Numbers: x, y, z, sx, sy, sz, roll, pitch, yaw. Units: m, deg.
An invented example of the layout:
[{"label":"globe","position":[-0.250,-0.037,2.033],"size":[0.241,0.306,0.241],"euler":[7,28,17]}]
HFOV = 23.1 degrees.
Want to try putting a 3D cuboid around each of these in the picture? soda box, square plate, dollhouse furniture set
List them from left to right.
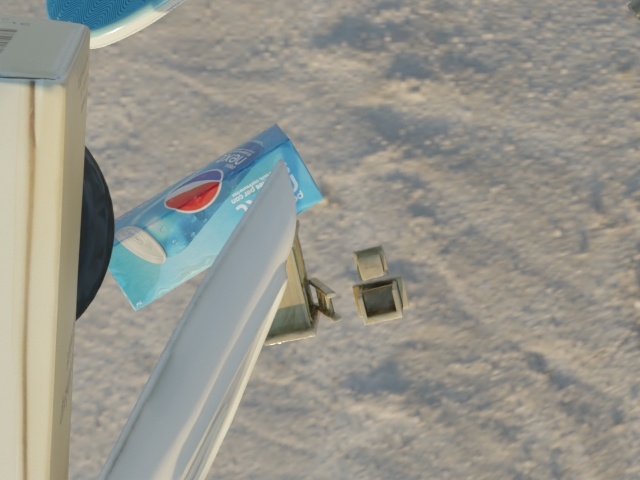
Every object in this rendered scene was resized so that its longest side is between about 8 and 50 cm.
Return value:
[{"label":"square plate","position":[-0.112,0.163,1.134],"size":[0.049,0.347,0.344],"euler":[25,136,3]},{"label":"soda box","position":[-0.109,-0.023,1.492],"size":[0.210,0.067,0.071],"euler":[-31,113,-3]},{"label":"dollhouse furniture set","position":[0.000,0.000,1.703],"size":[0.161,0.101,0.182],"euler":[-11,104,6]}]

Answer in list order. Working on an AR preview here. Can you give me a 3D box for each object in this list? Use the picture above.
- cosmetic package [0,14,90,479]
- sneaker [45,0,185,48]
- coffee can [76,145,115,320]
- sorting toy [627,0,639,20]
[{"label":"cosmetic package","position":[-0.178,0.054,0.760],"size":[0.113,0.160,0.309],"euler":[3,107,-5]},{"label":"sneaker","position":[-0.103,-0.267,1.479],"size":[0.319,0.208,0.127],"euler":[-42,69,-3]},{"label":"coffee can","position":[-0.295,-0.034,1.258],"size":[0.275,0.201,0.202],"euler":[-148,61,-66]},{"label":"sorting toy","position":[0.161,-0.061,0.563],"size":[0.046,0.132,0.274],"euler":[-36,111,7]}]
